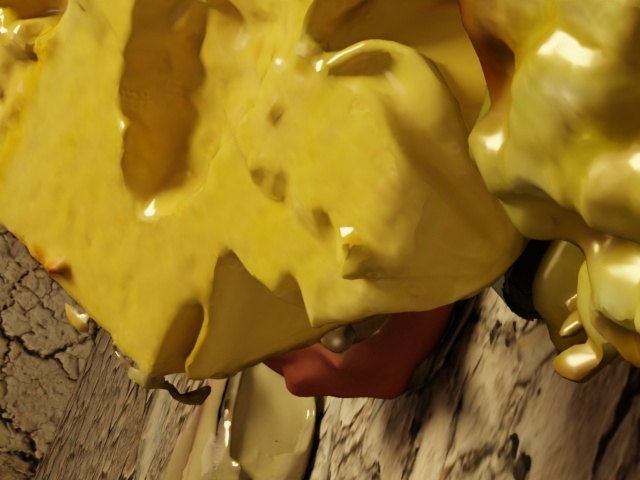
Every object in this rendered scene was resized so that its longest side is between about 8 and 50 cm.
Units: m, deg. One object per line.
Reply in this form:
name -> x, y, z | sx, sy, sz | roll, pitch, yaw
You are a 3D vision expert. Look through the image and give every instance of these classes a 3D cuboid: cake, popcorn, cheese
cake -> -0.001, -0.082, 0.638 | 0.227, 0.286, 0.222 | -22, -32, -45
popcorn -> 0.134, -0.049, 0.454 | 0.169, 0.218, 0.189 | 5, 90, 34
cheese -> -0.085, 0.197, 1.259 | 0.286, 0.082, 0.163 | 123, 164, -52

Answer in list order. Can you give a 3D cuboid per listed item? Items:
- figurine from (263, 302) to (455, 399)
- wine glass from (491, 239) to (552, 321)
figurine -> 0.000, 0.000, 1.002 | 0.387, 0.166, 0.207 | -85, 2, -65
wine glass -> 0.066, -0.047, 0.812 | 0.195, 0.079, 0.079 | 52, 126, 40
